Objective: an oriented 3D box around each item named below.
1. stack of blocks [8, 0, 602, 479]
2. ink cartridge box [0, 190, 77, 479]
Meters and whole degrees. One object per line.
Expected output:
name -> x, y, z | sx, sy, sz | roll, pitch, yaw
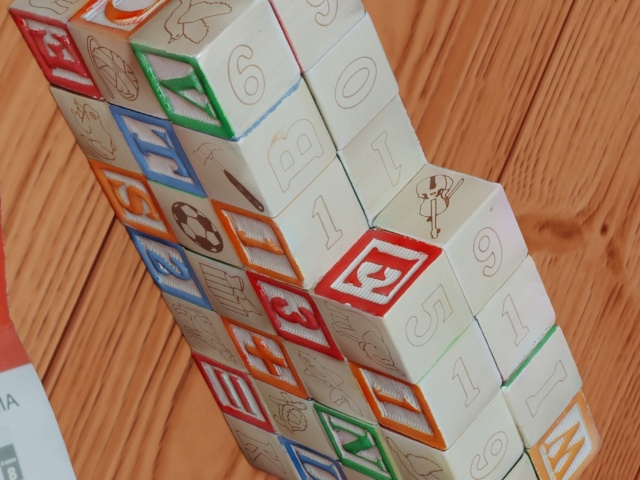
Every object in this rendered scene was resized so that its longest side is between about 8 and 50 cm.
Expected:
stack of blocks -> 0.000, 0.000, 0.878 | 0.087, 0.171, 0.297 | -46, 131, -26
ink cartridge box -> -0.188, 0.099, 0.804 | 0.189, 0.066, 0.232 | -18, 120, -41
